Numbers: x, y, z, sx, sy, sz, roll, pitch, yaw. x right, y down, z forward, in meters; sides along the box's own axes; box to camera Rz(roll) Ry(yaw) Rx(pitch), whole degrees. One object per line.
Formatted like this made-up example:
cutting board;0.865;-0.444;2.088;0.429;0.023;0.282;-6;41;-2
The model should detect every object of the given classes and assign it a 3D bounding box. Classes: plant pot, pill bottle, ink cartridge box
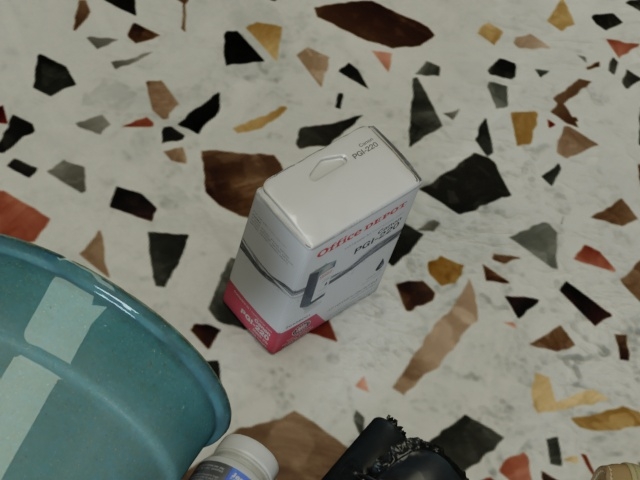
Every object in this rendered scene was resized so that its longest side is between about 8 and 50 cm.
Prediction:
plant pot;-0.304;0.224;1.762;0.341;0.341;0.334;25;63;5
pill bottle;-0.101;0.260;1.912;0.078;0.078;0.137;29;55;8
ink cartridge box;0.000;0.000;2.027;0.158;0.218;0.092;-31;67;-28

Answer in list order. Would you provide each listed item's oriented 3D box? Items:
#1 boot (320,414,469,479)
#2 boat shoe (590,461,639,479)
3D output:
boot;0.081;0.302;1.912;0.207;0.094;0.246;-38;64;-27
boat shoe;0.237;0.352;1.896;0.110;0.121;0.341;20;55;1
